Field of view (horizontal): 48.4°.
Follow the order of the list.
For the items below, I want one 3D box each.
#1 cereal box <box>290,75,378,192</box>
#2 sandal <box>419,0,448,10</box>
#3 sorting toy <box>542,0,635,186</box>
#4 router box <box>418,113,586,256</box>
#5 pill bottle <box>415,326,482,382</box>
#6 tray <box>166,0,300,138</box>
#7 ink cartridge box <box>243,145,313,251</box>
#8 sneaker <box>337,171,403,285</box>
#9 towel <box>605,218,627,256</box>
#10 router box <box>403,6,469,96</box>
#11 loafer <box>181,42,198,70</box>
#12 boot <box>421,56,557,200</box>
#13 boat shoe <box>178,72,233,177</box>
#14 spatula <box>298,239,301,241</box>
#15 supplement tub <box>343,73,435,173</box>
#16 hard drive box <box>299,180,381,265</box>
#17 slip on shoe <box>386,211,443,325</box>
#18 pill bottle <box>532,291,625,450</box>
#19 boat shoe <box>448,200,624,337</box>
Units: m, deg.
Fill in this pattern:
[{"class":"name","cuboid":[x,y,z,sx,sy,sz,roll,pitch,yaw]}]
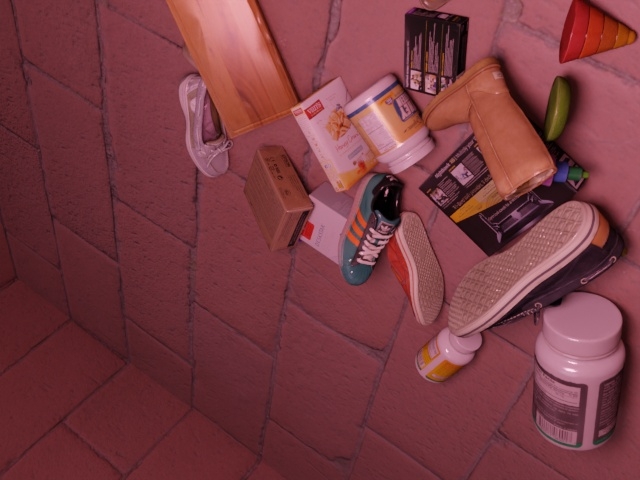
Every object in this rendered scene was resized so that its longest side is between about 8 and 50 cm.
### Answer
[{"class":"cereal box","cuboid":[0.044,-0.262,1.759,0.047,0.173,0.240,-10,116,46]},{"class":"sandal","cuboid":[0.258,-0.523,1.438,0.072,0.049,0.180,50,141,-5]},{"class":"sorting toy","cuboid":[0.507,-0.270,1.369,0.126,0.127,0.365,8,117,8]},{"class":"router box","cuboid":[0.403,-0.133,1.617,0.243,0.081,0.309,45,141,2]},{"class":"pill bottle","cuboid":[0.362,0.312,2.007,0.117,0.117,0.208,41,141,7]},{"class":"tray","cuboid":[-0.220,-0.486,1.798,0.203,0.076,0.410,-21,113,8]},{"class":"ink cartridge box","cuboid":[-0.125,-0.119,2.026,0.234,0.088,0.193,64,149,27]},{"class":"sneaker","cuboid":[0.131,-0.025,1.814,0.121,0.108,0.302,19,96,60]},{"class":"towel","cuboid":[0.577,0.026,1.644,0.102,0.021,0.237,53,141,-7]},{"class":"router box","cuboid":[0.249,-0.405,1.551,0.133,0.046,0.178,22,135,28]},{"class":"loafer","cuboid":[-0.269,-0.472,1.918,0.268,0.102,0.092,38,146,12]},{"class":"boot","cuboid":[0.332,-0.202,1.458,0.236,0.089,0.269,-44,62,53]},{"class":"boat shoe","cuboid":[-0.326,-0.328,2.086,0.103,0.118,0.320,17,126,38]},{"class":"spatula","cuboid":[0.000,0.000,2.135,0.296,0.030,0.084,29,136,21]},{"class":"supplement tub","cuboid":[0.163,-0.271,1.666,0.199,0.144,0.144,54,141,-9]},{"class":"hard drive box","cuboid":[0.064,-0.027,2.009,0.232,0.089,0.181,34,139,16]},{"class":"slip on shoe","cuboid":[0.247,0.075,1.915,0.101,0.123,0.331,3,119,50]},{"class":"pill bottle","cuboid":[0.617,0.314,1.709,0.204,0.204,0.361,17,132,32]},{"class":"boat shoe","cuboid":[0.472,0.097,1.623,0.156,0.186,0.500,25,136,-19]}]
